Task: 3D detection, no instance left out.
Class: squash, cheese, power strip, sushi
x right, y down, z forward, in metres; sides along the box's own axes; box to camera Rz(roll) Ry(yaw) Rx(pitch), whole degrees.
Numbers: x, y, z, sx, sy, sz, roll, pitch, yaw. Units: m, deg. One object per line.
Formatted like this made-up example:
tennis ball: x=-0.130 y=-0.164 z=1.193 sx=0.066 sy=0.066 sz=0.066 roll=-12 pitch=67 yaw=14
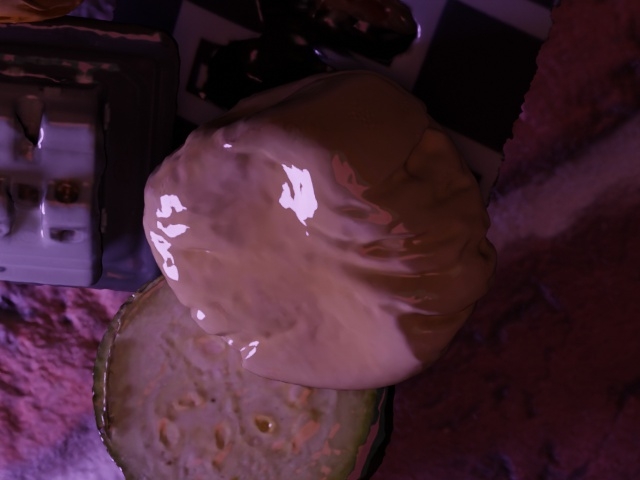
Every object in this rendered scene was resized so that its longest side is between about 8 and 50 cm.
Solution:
squash: x=-0.052 y=0.107 z=1.412 sx=0.220 sy=0.133 sz=0.220 roll=0 pitch=94 yaw=3
cheese: x=0.000 y=0.000 z=1.269 sx=0.226 sy=0.117 sz=0.214 roll=-22 pitch=106 yaw=36
power strip: x=-0.229 y=-0.043 z=1.318 sx=0.256 sy=0.092 sz=0.251 roll=4 pitch=142 yaw=-4
sushi: x=0.023 y=-0.177 z=1.296 sx=0.296 sy=0.100 sz=0.373 roll=25 pitch=121 yaw=12

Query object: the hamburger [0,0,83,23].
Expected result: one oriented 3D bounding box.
hamburger: x=-0.225 y=-0.226 z=1.238 sx=0.213 sy=0.214 sz=0.108 roll=13 pitch=132 yaw=-4
